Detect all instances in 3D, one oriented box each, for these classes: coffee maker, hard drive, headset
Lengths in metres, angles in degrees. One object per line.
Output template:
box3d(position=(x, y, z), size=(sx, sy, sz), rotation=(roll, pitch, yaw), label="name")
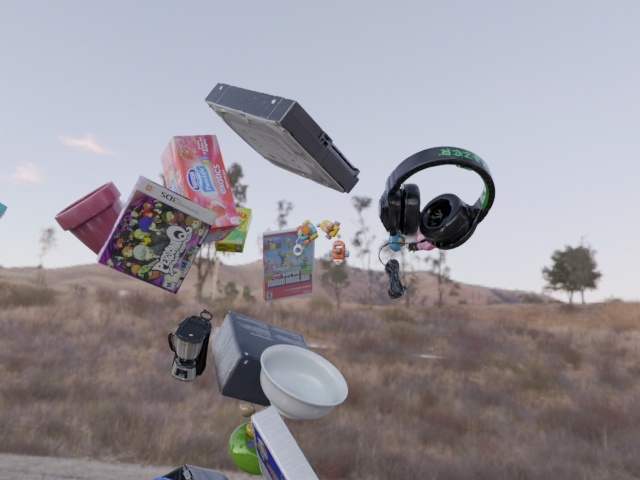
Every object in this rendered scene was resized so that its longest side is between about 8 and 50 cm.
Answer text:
box3d(position=(-0.414, 0.350, 1.964), size=(0.120, 0.178, 0.171), rotation=(29, 32, 24), label="coffee maker")
box3d(position=(-0.087, -0.222, 1.278), size=(0.339, 0.064, 0.237), rotation=(28, -11, 50), label="hard drive")
box3d(position=(0.245, -0.037, 1.396), size=(0.243, 0.185, 0.394), rotation=(15, -44, -14), label="headset")

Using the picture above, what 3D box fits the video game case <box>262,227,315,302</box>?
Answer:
box3d(position=(-0.119, 0.090, 2.255), size=(0.204, 0.285, 0.025), rotation=(-8, 25, -21), label="video game case")

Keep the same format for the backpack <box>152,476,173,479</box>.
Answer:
box3d(position=(-0.403, 0.665, 1.510), size=(0.098, 0.120, 0.101), rotation=(21, -27, 10), label="backpack")

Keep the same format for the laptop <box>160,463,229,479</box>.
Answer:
box3d(position=(-0.435, 0.996, 2.028), size=(0.382, 0.236, 0.408), rotation=(48, 3, 37), label="laptop")

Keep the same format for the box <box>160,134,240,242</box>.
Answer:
box3d(position=(-0.367, -0.152, 1.796), size=(0.142, 0.300, 0.154), rotation=(-9, -13, -33), label="box")

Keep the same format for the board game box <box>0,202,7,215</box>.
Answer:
box3d(position=(-0.927, -0.066, 1.317), size=(0.336, 0.253, 0.079), rotation=(37, -30, -20), label="board game box")

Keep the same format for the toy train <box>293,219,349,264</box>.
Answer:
box3d(position=(0.000, 0.000, 1.657), size=(0.166, 0.125, 0.046), rotation=(5, -8, 18), label="toy train")

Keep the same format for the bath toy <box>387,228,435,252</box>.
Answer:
box3d(position=(0.359, -0.020, 2.091), size=(0.151, 0.129, 0.348), rotation=(39, -15, -18), label="bath toy")

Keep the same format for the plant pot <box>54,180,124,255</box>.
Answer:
box3d(position=(-0.667, -0.054, 1.814), size=(0.201, 0.201, 0.180), rotation=(-10, -62, 46), label="plant pot")

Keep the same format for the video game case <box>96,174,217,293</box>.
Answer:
box3d(position=(-0.396, -0.010, 1.460), size=(0.210, 0.232, 0.042), rotation=(28, 1, -28), label="video game case")

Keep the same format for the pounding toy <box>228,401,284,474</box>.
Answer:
box3d(position=(-0.196, 0.640, 1.975), size=(0.183, 0.237, 0.110), rotation=(20, -51, -11), label="pounding toy")

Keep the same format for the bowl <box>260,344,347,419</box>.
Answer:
box3d(position=(-0.074, 0.472, 1.900), size=(0.298, 0.134, 0.298), rotation=(23, 17, -7), label="bowl")

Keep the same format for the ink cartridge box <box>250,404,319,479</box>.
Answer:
box3d(position=(-0.043, 0.541, 1.247), size=(0.072, 0.307, 0.303), rotation=(-25, -37, -22), label="ink cartridge box")

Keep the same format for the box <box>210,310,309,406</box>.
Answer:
box3d(position=(-0.212, 0.462, 2.259), size=(0.343, 0.179, 0.312), rotation=(22, 15, -24), label="box")

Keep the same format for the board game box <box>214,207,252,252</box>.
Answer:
box3d(position=(-0.293, -0.038, 2.022), size=(0.092, 0.181, 0.043), rotation=(4, -46, 4), label="board game box")
